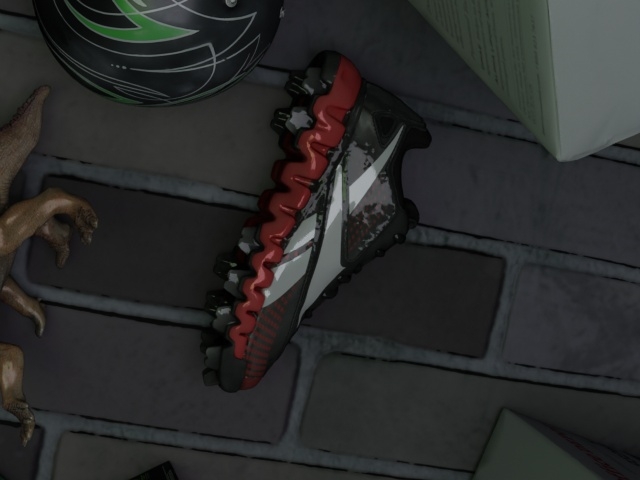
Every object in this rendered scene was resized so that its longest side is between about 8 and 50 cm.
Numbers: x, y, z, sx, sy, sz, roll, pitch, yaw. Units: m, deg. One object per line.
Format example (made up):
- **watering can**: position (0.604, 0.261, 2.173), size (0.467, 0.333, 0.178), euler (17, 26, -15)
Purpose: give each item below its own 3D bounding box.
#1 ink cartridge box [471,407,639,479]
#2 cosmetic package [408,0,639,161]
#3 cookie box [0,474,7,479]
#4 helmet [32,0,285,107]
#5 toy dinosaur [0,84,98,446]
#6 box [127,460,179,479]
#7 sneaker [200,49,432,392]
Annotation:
- **ink cartridge box**: position (0.292, 0.265, 1.124), size (0.307, 0.223, 0.129), euler (21, 94, -16)
- **cosmetic package**: position (0.155, -0.236, 0.910), size (0.217, 0.385, 0.156), euler (-19, 128, -8)
- **cookie box**: position (-0.277, 0.221, 1.070), size (0.092, 0.040, 0.107), euler (-46, 107, -2)
- **helmet**: position (-0.115, -0.173, 0.979), size (0.169, 0.169, 0.161), euler (-26, 90, -8)
- **toy dinosaur**: position (-0.281, 0.020, 0.986), size (0.200, 0.127, 0.295), euler (17, 97, -18)
- **box**: position (-0.142, 0.225, 1.098), size (0.083, 0.052, 0.062), euler (-24, 103, -8)
- **sneaker**: position (0.000, 0.000, 1.070), size (0.135, 0.097, 0.276), euler (22, 92, -14)
